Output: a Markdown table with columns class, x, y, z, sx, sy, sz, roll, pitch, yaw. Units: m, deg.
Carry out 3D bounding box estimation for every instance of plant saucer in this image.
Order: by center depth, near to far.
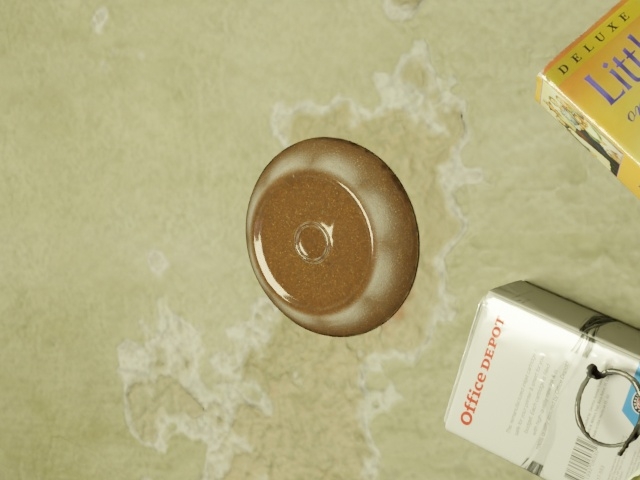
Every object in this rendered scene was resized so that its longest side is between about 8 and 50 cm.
| class | x | y | z | sx | sy | sz | roll | pitch | yaw |
| --- | --- | --- | --- | --- | --- | --- | --- | --- | --- |
| plant saucer | 0.000 | 0.000 | 1.403 | 0.199 | 0.036 | 0.198 | 7 | 102 | 33 |

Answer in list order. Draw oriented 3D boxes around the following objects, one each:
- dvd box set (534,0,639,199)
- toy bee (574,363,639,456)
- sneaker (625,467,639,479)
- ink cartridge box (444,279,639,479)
| class | x | y | z | sx | sy | sz | roll | pitch | yaw |
| --- | --- | --- | --- | --- | --- | --- | --- | --- | --- |
| dvd box set | 0.405 | -0.064 | 1.015 | 0.307 | 0.062 | 0.420 | -41 | 73 | -9 |
| toy bee | 0.320 | 0.054 | 1.078 | 0.195 | 0.162 | 0.298 | 34 | 92 | 25 |
| sneaker | 0.269 | 0.159 | 0.917 | 0.158 | 0.182 | 0.410 | 39 | 131 | 23 |
| ink cartridge box | 0.221 | 0.135 | 1.256 | 0.191 | 0.082 | 0.139 | 25 | 111 | 28 |
